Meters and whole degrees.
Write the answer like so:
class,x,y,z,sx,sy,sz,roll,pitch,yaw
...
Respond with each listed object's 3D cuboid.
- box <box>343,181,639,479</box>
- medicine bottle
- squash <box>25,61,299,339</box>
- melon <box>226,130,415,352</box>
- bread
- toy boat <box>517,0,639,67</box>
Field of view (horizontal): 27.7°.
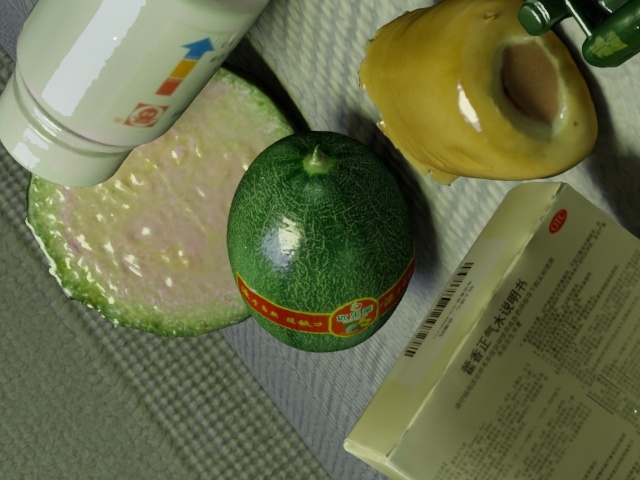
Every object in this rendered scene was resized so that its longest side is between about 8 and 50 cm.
class,x,y,z,sx,sy,sz,roll,pitch,yaw
box,0.144,0.093,0.843,0.168,0.212,0.095,37,170,-14
medicine bottle,-0.180,-0.182,1.189,0.170,0.170,0.293,52,130,10
squash,-0.167,-0.065,1.505,0.310,0.310,0.309,57,-179,-9
melon,0.000,0.000,1.248,0.182,0.182,0.287,47,162,29
bread,0.102,-0.097,0.880,0.134,0.085,0.173,58,166,-12
toy boat,0.153,-0.151,0.658,0.104,0.052,0.210,57,167,0
